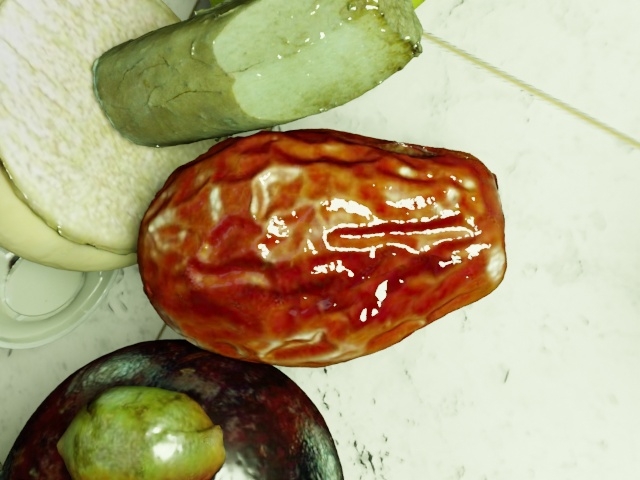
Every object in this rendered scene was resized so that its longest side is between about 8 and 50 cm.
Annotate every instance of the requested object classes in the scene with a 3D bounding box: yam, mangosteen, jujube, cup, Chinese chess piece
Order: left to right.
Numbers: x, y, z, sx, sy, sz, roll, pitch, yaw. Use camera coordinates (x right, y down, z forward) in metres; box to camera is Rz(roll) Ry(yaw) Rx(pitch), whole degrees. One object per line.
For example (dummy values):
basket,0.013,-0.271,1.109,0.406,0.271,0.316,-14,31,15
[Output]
cup,-0.333,-0.038,0.841,0.226,0.185,0.241,24,114,32
Chinese chess piece,-0.207,-0.106,0.733,0.112,0.270,0.270,-11,82,40
mangosteen,-0.135,0.228,0.671,0.300,0.300,0.300,-2,87,27
yam,-0.055,-0.138,0.640,0.259,0.106,0.106,-9,83,35
jujube,0.000,0.000,0.659,0.290,0.197,0.197,-6,84,7

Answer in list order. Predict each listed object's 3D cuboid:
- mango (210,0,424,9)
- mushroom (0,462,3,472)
mango,0.009,-0.253,0.680,0.273,0.185,0.149,-35,51,21
mushroom,-0.489,0.350,0.867,0.336,0.314,0.314,-38,69,47
